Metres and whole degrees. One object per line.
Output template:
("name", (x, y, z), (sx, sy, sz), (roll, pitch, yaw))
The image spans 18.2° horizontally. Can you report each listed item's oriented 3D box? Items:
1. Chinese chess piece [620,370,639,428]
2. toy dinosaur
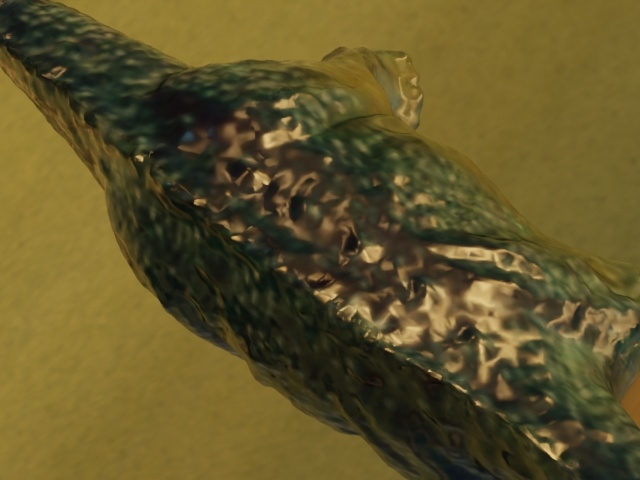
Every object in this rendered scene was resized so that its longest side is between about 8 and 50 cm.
("Chinese chess piece", (0.280, 0.165, 1.008), (0.338, 0.338, 0.140), (41, 92, -11))
("toy dinosaur", (0.008, 0.003, 0.453), (0.363, 0.076, 0.147), (37, 12, 25))
